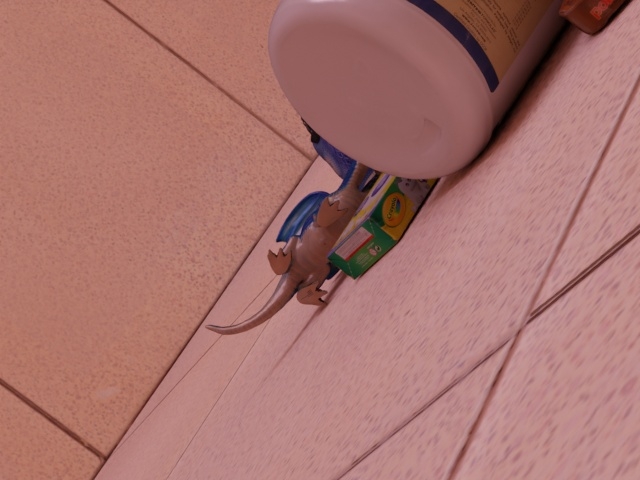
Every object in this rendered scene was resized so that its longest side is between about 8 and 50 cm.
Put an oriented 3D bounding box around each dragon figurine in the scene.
[{"bbox_3d":[0.000,0.000,1.662,0.289,0.085,0.144,-50,5,18],"label":"dragon figurine"}]

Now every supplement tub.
[{"bbox_3d":[0.119,-0.239,1.426,0.316,0.228,0.228,-55,6,-28],"label":"supplement tub"}]

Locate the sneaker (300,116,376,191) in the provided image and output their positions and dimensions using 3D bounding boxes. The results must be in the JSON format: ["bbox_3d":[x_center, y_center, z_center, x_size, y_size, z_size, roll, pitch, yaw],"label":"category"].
[{"bbox_3d":[0.064,-0.164,1.881,0.130,0.147,0.330,-50,5,22],"label":"sneaker"}]

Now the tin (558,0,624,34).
[{"bbox_3d":[0.257,-0.241,1.298,0.106,0.040,0.190,-54,3,36],"label":"tin"}]

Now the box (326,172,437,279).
[{"bbox_3d":[0.081,-0.052,1.542,0.179,0.043,0.105,-54,5,-35],"label":"box"}]
